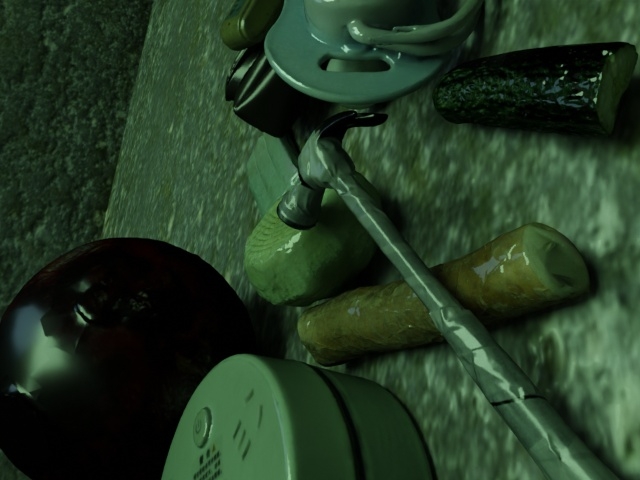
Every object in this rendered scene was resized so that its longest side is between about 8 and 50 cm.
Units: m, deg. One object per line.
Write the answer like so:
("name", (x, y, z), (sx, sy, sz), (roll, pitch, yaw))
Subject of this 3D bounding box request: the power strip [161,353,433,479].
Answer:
("power strip", (-0.045, 0.299, 0.632), (0.357, 0.162, 0.357), (-38, 43, 47))

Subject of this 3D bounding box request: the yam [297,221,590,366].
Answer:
("yam", (0.093, 0.063, 0.617), (0.357, 0.081, 0.081), (-30, 49, 51))

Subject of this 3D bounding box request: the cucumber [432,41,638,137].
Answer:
("cucumber", (0.179, -0.136, 0.575), (0.241, 0.075, 0.074), (27, 98, 63))

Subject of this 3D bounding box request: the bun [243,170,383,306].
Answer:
("bun", (0.000, 0.000, 0.765), (0.195, 0.118, 0.195), (-43, 17, 16))

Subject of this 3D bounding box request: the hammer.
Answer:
("hammer", (0.093, 0.055, 0.522), (0.427, 0.044, 0.152), (56, 133, 31))

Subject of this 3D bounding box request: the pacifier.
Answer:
("pacifier", (0.060, -0.253, 0.781), (0.233, 0.244, 0.299), (94, -179, -62))

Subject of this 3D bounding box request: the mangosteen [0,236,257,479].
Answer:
("mangosteen", (-0.282, 0.209, 0.909), (0.381, 0.381, 0.421), (44, 121, 60))

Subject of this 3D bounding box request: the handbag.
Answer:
("handbag", (-0.059, -0.319, 1.048), (0.257, 0.114, 0.285), (-57, 19, 16))

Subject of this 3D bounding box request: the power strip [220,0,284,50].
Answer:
("power strip", (-0.042, -0.471, 0.987), (0.092, 0.066, 0.387), (14, 74, 59))

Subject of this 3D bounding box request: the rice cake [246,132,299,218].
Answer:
("rice cake", (-0.074, -0.112, 1.060), (0.124, 0.038, 0.211), (-60, 30, 20))
